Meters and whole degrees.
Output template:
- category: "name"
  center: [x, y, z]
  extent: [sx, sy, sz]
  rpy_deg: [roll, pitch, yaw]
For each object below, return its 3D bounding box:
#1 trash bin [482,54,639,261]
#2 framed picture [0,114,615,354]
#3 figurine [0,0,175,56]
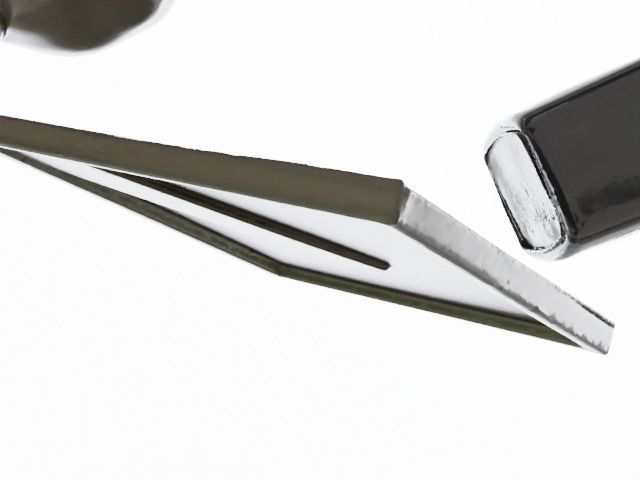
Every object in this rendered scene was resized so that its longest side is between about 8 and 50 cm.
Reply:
- category: "trash bin"
  center: [0.317, -0.097, 1.379]
  extent: [0.290, 0.209, 0.182]
  rpy_deg: [-22, -92, -10]
- category: "framed picture"
  center: [0.000, 0.000, 1.046]
  extent: [0.326, 0.446, 0.028]
  rpy_deg: [12, -98, 28]
- category: "figurine"
  center: [-0.118, -0.259, 0.938]
  extent: [0.381, 0.248, 0.203]
  rpy_deg: [-25, -37, 16]
